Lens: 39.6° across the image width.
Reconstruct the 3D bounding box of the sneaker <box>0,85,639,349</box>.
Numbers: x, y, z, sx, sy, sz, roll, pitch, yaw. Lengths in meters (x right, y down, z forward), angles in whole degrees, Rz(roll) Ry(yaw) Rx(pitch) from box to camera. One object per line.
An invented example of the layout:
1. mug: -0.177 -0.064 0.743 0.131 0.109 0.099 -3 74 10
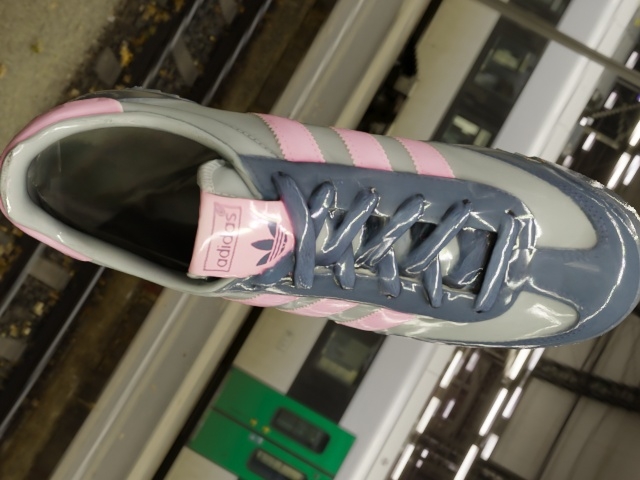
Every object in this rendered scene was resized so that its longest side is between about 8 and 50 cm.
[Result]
1. sneaker: 0.000 0.000 0.426 0.131 0.319 0.112 -48 147 -74
